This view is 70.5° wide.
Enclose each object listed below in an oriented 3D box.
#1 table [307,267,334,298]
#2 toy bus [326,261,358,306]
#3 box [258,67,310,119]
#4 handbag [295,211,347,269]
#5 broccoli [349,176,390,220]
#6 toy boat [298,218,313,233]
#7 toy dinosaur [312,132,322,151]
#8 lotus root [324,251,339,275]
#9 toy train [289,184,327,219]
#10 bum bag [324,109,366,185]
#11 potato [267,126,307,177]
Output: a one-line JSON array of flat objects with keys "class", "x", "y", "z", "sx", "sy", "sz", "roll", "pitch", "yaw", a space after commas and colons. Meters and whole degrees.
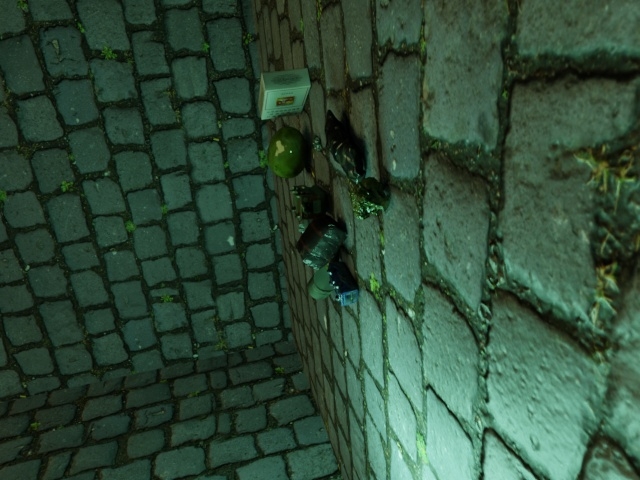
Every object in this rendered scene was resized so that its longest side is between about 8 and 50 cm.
[{"class": "table", "x": 0.011, "y": 0.206, "z": 2.180, "sx": 0.220, "sy": 0.126, "sz": 0.126, "roll": 117, "pitch": 141, "yaw": -71}, {"class": "toy bus", "x": 0.088, "y": 0.171, "z": 1.872, "sx": 0.236, "sy": 0.094, "sz": 0.079, "roll": -116, "pitch": 14, "yaw": -58}, {"class": "box", "x": -0.176, "y": -0.684, "z": 2.134, "sx": 0.330, "sy": 0.210, "sz": 0.095, "roll": 150, "pitch": 109, "yaw": -78}, {"class": "handbag", "x": 0.000, "y": 0.000, "z": 1.902, "sx": 0.215, "sy": 0.155, "sz": 0.169, "roll": -51, "pitch": 29, "yaw": 12}, {"class": "broccoli", "x": 0.146, "y": -0.123, "z": 1.339, "sx": 0.120, "sy": 0.130, "sz": 0.131, "roll": 26, "pitch": 117, "yaw": 31}, {"class": "toy boat", "x": -0.061, "y": -0.039, "z": 2.404, "sx": 0.141, "sy": 0.092, "sz": 0.319, "roll": 97, "pitch": 159, "yaw": -59}, {"class": "toy dinosaur", "x": -0.014, "y": -0.435, "z": 2.011, "sx": 0.047, "sy": 0.031, "sz": 0.083, "roll": 120, "pitch": 138, "yaw": -71}, {"class": "lotus root", "x": 0.040, "y": 0.068, "z": 2.031, "sx": 0.113, "sy": 0.088, "sz": 0.192, "roll": 49, "pitch": -151, "yaw": -82}, {"class": "toy train", "x": -0.056, "y": -0.180, "z": 2.120, "sx": 0.326, "sy": 0.159, "sz": 0.129, "roll": -125, "pitch": 30, "yaw": -72}, {"class": "bum bag", "x": 0.073, "y": -0.322, "z": 1.547, "sx": 0.340, "sy": 0.095, "sz": 0.144, "roll": -110, "pitch": 1, "yaw": -46}, {"class": "potato", "x": -0.165, "y": -0.445, "z": 2.305, "sx": 0.304, "sy": 0.216, "sz": 0.215, "roll": 114, "pitch": 146, "yaw": -53}]
